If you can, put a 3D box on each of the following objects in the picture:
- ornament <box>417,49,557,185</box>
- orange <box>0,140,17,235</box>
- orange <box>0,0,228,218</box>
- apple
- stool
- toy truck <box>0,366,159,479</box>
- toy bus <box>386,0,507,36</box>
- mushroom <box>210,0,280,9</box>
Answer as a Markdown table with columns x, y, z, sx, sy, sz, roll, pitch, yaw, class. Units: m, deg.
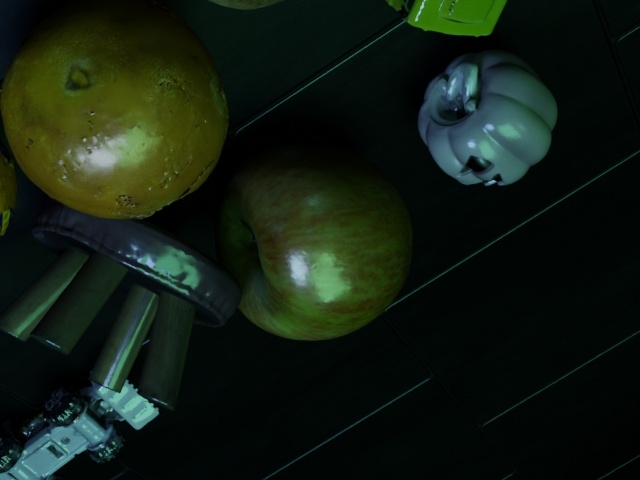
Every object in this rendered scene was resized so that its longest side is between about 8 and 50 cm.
| x | y | z | sx | sy | sz | roll | pitch | yaw | class |
| --- | --- | --- | --- | --- | --- | --- | --- | --- | --- |
| 0.212 | -0.162 | 1.426 | 0.177 | 0.177 | 0.177 | -15 | 138 | -14 | ornament |
| -0.425 | -0.061 | 1.212 | 0.177 | 0.155 | 0.177 | -21 | 140 | -19 | orange |
| -0.218 | -0.141 | 1.173 | 0.240 | 0.240 | 0.240 | -15 | 138 | -14 | orange |
| 0.000 | 0.000 | 1.426 | 0.264 | 0.264 | 0.264 | -15 | 138 | -14 | apple |
| -0.247 | 0.076 | 1.329 | 0.272 | 0.272 | 0.178 | 44 | 66 | -48 | stool |
| -0.384 | 0.285 | 1.629 | 0.286 | 0.111 | 0.136 | -35 | 123 | 6 | toy truck |
| 0.166 | -0.357 | 1.214 | 0.128 | 0.150 | 0.262 | 1 | 133 | -26 | toy bus |
| -0.046 | -0.357 | 1.107 | 0.278 | 0.146 | 0.278 | -21 | 141 | -18 | mushroom |
